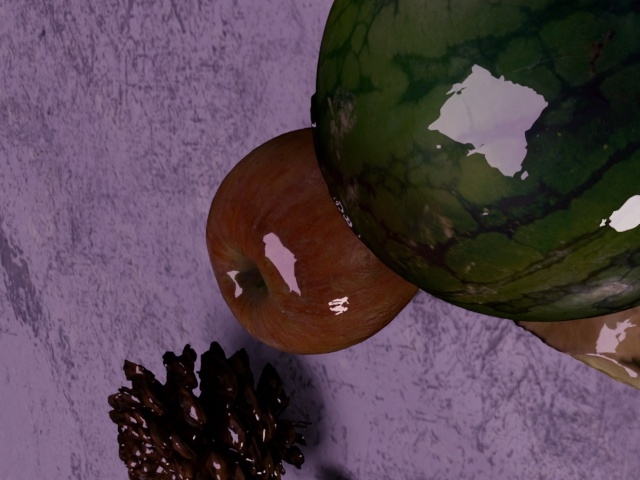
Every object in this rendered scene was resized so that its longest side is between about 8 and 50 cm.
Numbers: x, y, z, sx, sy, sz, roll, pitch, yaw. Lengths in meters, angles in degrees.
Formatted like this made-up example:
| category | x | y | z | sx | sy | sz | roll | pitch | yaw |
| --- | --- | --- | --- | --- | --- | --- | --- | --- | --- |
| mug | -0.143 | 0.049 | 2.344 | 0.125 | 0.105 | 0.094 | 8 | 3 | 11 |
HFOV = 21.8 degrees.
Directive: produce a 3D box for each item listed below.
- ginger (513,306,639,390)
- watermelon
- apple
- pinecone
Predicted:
| category | x | y | z | sx | sy | sz | roll | pitch | yaw |
| --- | --- | --- | --- | --- | --- | --- | --- | --- | --- |
| ginger | 0.233 | 0.052 | 1.368 | 0.193 | 0.115 | 0.123 | 18 | 103 | 55 |
| watermelon | 0.168 | -0.113 | 1.128 | 0.363 | 0.363 | 0.363 | 30 | 132 | 39 |
| apple | 0.000 | 0.000 | 1.540 | 0.211 | 0.188 | 0.211 | 35 | 136 | 41 |
| pinecone | -0.119 | 0.210 | 1.812 | 0.221 | 0.221 | 0.221 | 30 | 132 | 39 |
